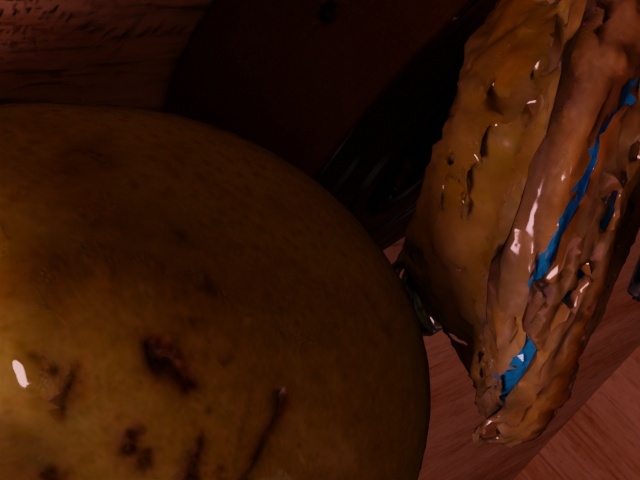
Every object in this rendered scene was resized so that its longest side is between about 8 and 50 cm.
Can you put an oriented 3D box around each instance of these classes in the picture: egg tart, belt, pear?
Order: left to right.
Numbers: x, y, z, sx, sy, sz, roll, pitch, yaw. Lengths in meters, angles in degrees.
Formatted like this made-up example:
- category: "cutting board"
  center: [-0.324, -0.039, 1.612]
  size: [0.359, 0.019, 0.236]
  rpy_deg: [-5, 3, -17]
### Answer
- category: "pear"
  center: [-0.111, 0.076, 0.605]
  size: [0.304, 0.304, 0.304]
  rpy_deg: [-37, 160, -16]
- category: "belt"
  center: [0.075, -0.126, 0.777]
  size: [0.339, 0.122, 0.217]
  rpy_deg: [-43, 159, 3]
- category: "egg tart"
  center: [0.103, -0.036, 0.661]
  size: [0.291, 0.107, 0.290]
  rpy_deg: [21, 90, -76]

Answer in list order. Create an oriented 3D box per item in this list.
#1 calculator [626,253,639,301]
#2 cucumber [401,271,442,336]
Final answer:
- category: "calculator"
  center: [0.183, -0.050, 0.693]
  size: [0.057, 0.018, 0.172]
  rpy_deg: [-49, 154, -61]
- category: "cucumber"
  center: [0.177, -0.030, 1.221]
  size: [0.325, 0.105, 0.145]
  rpy_deg: [-33, -174, -26]
